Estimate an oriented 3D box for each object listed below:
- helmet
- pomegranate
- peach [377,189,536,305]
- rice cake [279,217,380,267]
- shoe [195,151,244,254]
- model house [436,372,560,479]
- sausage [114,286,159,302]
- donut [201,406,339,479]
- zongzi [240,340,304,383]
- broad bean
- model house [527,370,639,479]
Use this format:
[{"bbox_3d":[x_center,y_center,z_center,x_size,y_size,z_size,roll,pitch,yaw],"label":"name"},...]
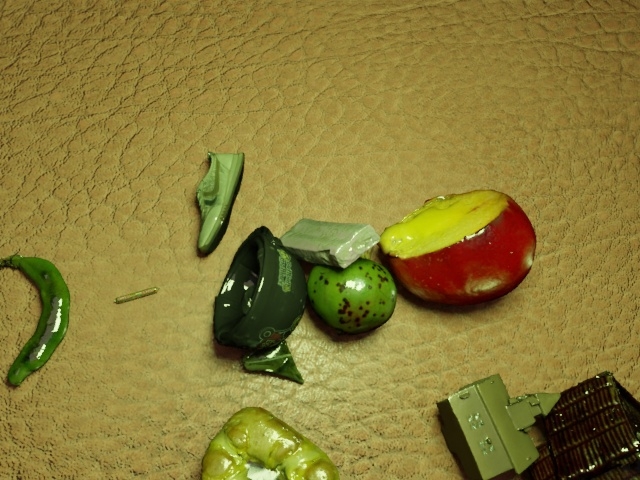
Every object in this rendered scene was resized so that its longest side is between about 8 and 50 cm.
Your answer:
[{"bbox_3d":[-0.115,0.115,1.077,0.161,0.230,0.278,27,42,-21],"label":"helmet"},{"bbox_3d":[0.074,0.090,1.113,0.202,0.202,0.247,16,75,-2],"label":"pomegranate"},{"bbox_3d":[0.302,0.007,1.148,0.339,0.281,0.280,10,68,-5],"label":"peach"},{"bbox_3d":[-0.001,0.001,1.101,0.106,0.298,0.050,-43,114,-20],"label":"rice cake"},{"bbox_3d":[-0.252,-0.097,1.191,0.098,0.103,0.274,12,62,-2],"label":"shoe"},{"bbox_3d":[0.391,0.374,1.058,0.248,0.176,0.180,-18,73,-9],"label":"model house"},{"bbox_3d":[-0.412,0.122,1.125,0.100,0.015,0.015,-15,72,-14],"label":"sausage"},{"bbox_3d":[-0.102,0.458,0.961,0.262,0.128,0.208,34,65,20],"label":"donut"},{"bbox_3d":[-0.107,0.281,1.092,0.109,0.055,0.119,-24,85,-14],"label":"zongzi"},{"bbox_3d":[-0.607,0.151,1.071,0.144,0.049,0.291,-17,70,-8],"label":"broad bean"},{"bbox_3d":[0.574,0.461,1.064,0.317,0.297,0.282,-40,65,18],"label":"model house"}]
